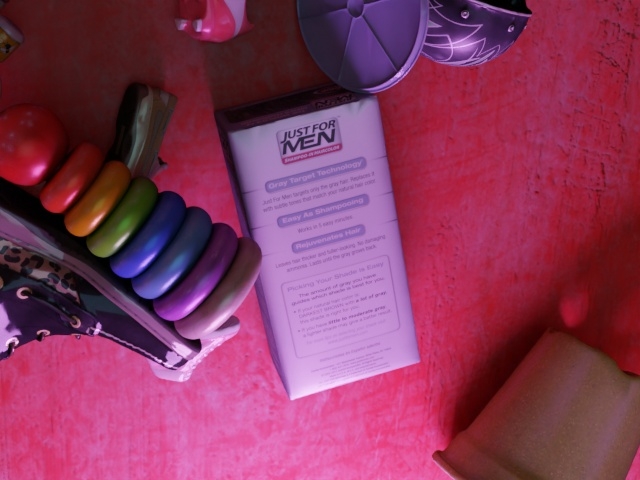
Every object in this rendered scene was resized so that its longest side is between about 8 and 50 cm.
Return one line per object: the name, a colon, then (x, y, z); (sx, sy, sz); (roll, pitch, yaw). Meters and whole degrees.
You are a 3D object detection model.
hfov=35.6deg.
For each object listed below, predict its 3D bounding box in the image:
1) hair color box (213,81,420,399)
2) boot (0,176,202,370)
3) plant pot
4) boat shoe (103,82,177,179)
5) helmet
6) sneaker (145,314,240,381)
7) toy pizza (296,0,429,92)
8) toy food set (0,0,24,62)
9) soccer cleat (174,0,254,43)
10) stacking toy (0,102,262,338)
hair color box: (0.000, 0.000, 1.278); (0.185, 0.113, 0.374); (-15, 115, -9)
boot: (-0.365, 0.113, 1.209); (0.377, 0.138, 0.284); (36, 98, -20)
plant pot: (0.340, 0.273, 1.415); (0.276, 0.276, 0.254); (31, 89, -23)
boat shoe: (-0.219, -0.093, 1.212); (0.072, 0.068, 0.190); (10, 110, -35)
helmet: (0.163, -0.285, 1.172); (0.169, 0.169, 0.162); (-2, 89, -14)
sneaker: (-0.167, 0.144, 1.325); (0.134, 0.051, 0.070); (-15, 116, -5)
toy pizza: (0.051, -0.272, 1.155); (0.032, 0.201, 0.201); (-19, 120, -43)
toy food set: (-0.390, -0.307, 1.051); (0.104, 0.111, 0.232); (-44, 122, 4)
soccer cleat: (-0.119, -0.351, 1.136); (0.095, 0.083, 0.248); (-14, 112, -42)
stacking toy: (-0.227, -0.035, 1.123); (0.330, 0.141, 0.141); (40, 97, -19)
